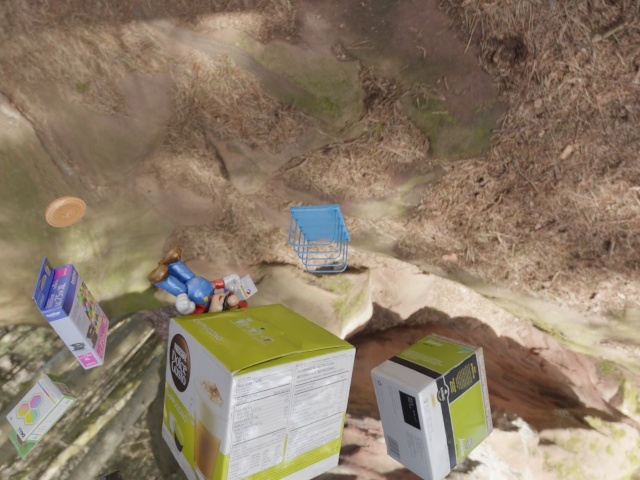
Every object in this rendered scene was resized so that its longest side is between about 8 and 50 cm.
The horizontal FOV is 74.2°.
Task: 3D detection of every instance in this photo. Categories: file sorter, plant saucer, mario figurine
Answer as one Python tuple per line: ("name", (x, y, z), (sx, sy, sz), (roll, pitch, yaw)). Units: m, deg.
("file sorter", (0.000, 0.000, 1.037), (0.118, 0.104, 0.170), (-2, 153, 13))
("plant saucer", (-0.555, -0.061, 0.925), (0.013, 0.083, 0.083), (43, 136, 21))
("mario figurine", (-0.328, 0.149, 1.251), (0.320, 0.198, 0.170), (43, 159, -22))

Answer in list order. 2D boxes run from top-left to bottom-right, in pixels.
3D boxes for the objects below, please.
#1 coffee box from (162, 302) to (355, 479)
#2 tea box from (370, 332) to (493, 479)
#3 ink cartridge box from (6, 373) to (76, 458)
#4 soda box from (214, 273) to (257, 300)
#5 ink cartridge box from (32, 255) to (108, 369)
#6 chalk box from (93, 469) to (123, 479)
("coffee box", (-0.164, 0.375, 1.052), (0.338, 0.338, 0.334), (18, 104, 49))
("tea box", (0.378, 0.539, 1.414), (0.220, 0.324, 0.328), (6, 111, 55))
("ink cartridge box", (-0.839, 0.514, 1.244), (0.109, 0.209, 0.062), (31, 163, 26))
("soda box", (-0.333, 0.190, 1.549), (0.216, 0.069, 0.073), (-21, 98, 38))
("ink cartridge box", (-0.714, 0.206, 1.231), (0.065, 0.185, 0.311), (-17, 130, -8))
("chalk box", (-0.437, 0.521, 0.673), (0.180, 0.179, 0.289), (61, 172, 16))
